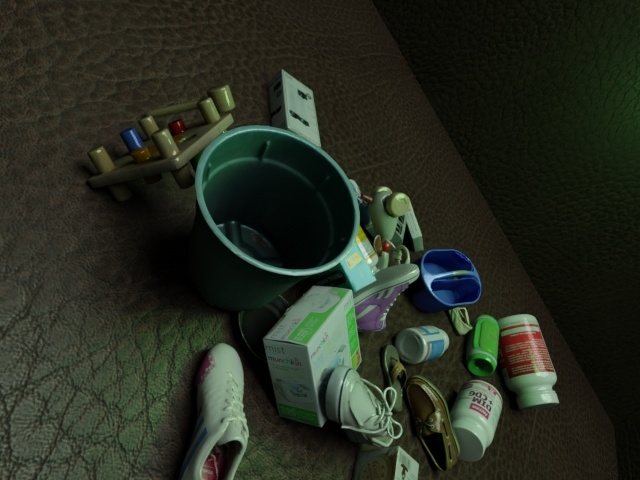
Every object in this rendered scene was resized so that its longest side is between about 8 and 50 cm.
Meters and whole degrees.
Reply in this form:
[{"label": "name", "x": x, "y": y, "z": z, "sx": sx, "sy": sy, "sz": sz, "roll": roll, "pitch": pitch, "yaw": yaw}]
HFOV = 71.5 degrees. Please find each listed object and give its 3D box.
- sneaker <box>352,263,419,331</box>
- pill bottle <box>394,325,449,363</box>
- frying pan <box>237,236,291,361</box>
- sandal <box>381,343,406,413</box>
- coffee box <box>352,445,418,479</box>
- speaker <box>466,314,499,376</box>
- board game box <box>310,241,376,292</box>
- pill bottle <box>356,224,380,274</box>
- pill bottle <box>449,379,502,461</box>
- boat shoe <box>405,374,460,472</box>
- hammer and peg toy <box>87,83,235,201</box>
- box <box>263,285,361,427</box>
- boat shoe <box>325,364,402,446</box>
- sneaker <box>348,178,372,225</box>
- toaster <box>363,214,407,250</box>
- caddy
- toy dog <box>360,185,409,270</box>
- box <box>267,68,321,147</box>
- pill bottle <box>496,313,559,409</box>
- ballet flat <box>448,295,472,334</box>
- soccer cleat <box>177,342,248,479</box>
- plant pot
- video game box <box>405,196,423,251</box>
[{"label": "sneaker", "x": 0.203, "y": 0.189, "z": 1.409, "sx": 0.161, "sy": 0.282, "sz": 0.102, "roll": 60, "pitch": 8, "yaw": -17}, {"label": "pill bottle", "x": 0.375, "y": 0.371, "z": 1.602, "sx": 0.221, "sy": 0.124, "sz": 0.124, "roll": 8, "pitch": 60, "yaw": -49}, {"label": "frying pan", "x": -0.171, "y": 0.166, "z": 1.126, "sx": 0.326, "sy": 0.053, "sz": 0.197, "roll": 54, "pitch": 35, "yaw": -5}, {"label": "sandal", "x": 0.246, "y": 0.444, "z": 1.443, "sx": 0.090, "sy": 0.060, "sz": 0.219, "roll": 34, "pitch": 43, "yaw": -33}, {"label": "coffee box", "x": 0.149, "y": 0.657, "z": 1.100, "sx": 0.098, "sy": 0.141, "sz": 0.246, "roll": 47, "pitch": 38, "yaw": -20}, {"label": "speaker", "x": 0.723, "y": 0.461, "z": 1.977, "sx": 0.131, "sy": 0.131, "sz": 0.296, "roll": 53, "pitch": 35, "yaw": -11}, {"label": "board game box", "x": 0.000, "y": 0.000, "z": 1.284, "sx": 0.079, "sy": 0.254, "sz": 0.336, "roll": -26, "pitch": 86, "yaw": -24}, {"label": "pill bottle", "x": 0.108, "y": 0.043, "z": 1.490, "sx": 0.246, "sy": 0.136, "sz": 0.136, "roll": 60, "pitch": 35, "yaw": -1}, {"label": "pill bottle", "x": 0.546, "y": 0.641, "z": 1.591, "sx": 0.283, "sy": 0.160, "sz": 0.160, "roll": -29, "pitch": 89, "yaw": -55}, {"label": "boat shoe", "x": 0.361, "y": 0.591, "z": 1.439, "sx": 0.104, "sy": 0.110, "sz": 0.307, "roll": -25, "pitch": 86, "yaw": -56}, {"label": "hammer and peg toy", "x": -0.341, "y": -0.233, "z": 1.042, "sx": 0.361, "sy": 0.266, "sz": 0.127, "roll": -65, "pitch": 141, "yaw": -50}, {"label": "box", "x": -0.011, "y": 0.275, "z": 1.113, "sx": 0.262, "sy": 0.126, "sz": 0.231, "roll": -40, "pitch": 128, "yaw": -55}, {"label": "boat shoe", "x": 0.125, "y": 0.428, "z": 1.089, "sx": 0.136, "sy": 0.156, "sz": 0.367, "roll": -64, "pitch": 149, "yaw": -35}, {"label": "sneaker", "x": 0.130, "y": -0.142, "z": 1.709, "sx": 0.081, "sy": 0.080, "sz": 0.211, "roll": -11, "pitch": 62, "yaw": -46}, {"label": "toaster", "x": 0.259, "y": -0.073, "z": 1.787, "sx": 0.186, "sy": 0.110, "sz": 0.168, "roll": 47, "pitch": 36, "yaw": -19}, {"label": "caddy", "x": 0.513, "y": 0.161, "z": 1.825, "sx": 0.341, "sy": 0.179, "sz": 0.241, "roll": 0, "pitch": 66, "yaw": -35}, {"label": "toy dog", "x": 0.195, "y": -0.043, "z": 1.579, "sx": 0.161, "sy": 0.220, "sz": 0.334, "roll": 6, "pitch": 79, "yaw": -23}, {"label": "box", "x": -0.099, "y": -0.463, "z": 1.634, "sx": 0.169, "sy": 0.087, "sz": 0.290, "roll": 21, "pitch": 50, "yaw": -43}, {"label": "pill bottle", "x": 0.971, "y": 0.578, "z": 2.115, "sx": 0.229, "sy": 0.229, "sz": 0.408, "roll": 24, "pitch": 48, "yaw": -41}, {"label": "ballet flat", "x": 0.598, "y": 0.296, "z": 1.975, "sx": 0.086, "sy": 0.086, "sz": 0.248, "roll": -16, "pitch": 79, "yaw": -55}, {"label": "soccer cleat", "x": -0.188, "y": 0.355, "z": 0.888, "sx": 0.116, "sy": 0.143, "sz": 0.331, "roll": 34, "pitch": 43, "yaw": -33}, {"label": "plant pot", "x": -0.140, "y": -0.012, "z": 0.991, "sx": 0.341, "sy": 0.334, "sz": 0.341, "roll": 13, "pitch": 56, "yaw": -21}, {"label": "video game box", "x": 0.398, "y": -0.066, "z": 1.939, "sx": 0.205, "sy": 0.048, "sz": 0.187, "roll": 51, "pitch": 25, "yaw": -66}]
